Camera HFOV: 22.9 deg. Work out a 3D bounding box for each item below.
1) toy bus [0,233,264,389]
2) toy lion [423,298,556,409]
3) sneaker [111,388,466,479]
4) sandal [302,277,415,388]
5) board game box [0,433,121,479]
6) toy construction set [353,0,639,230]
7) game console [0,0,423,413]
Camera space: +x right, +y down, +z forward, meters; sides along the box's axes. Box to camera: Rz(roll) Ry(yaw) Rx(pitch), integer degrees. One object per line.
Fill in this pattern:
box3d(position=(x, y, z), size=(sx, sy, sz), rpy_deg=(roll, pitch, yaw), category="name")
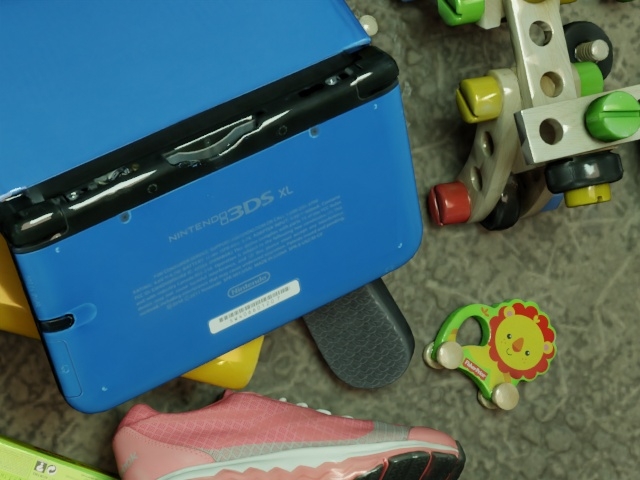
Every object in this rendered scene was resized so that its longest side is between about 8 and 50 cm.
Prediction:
box3d(position=(-0.210, 0.019, 1.159), size=(0.333, 0.130, 0.108), rpy_deg=(17, 86, -18), category="toy bus")
box3d(position=(0.150, 0.088, 1.337), size=(0.100, 0.034, 0.096), rpy_deg=(36, 73, -16), category="toy lion")
box3d(position=(-0.020, 0.163, 1.237), size=(0.314, 0.136, 0.116), rpy_deg=(1, 132, -37), category="sneaker")
box3d(position=(-0.001, 0.001, 1.266), size=(0.097, 0.054, 0.254), rpy_deg=(-14, 110, 21), category="sandal")
box3d(position=(-0.208, 0.211, 1.210), size=(0.181, 0.043, 0.092), rpy_deg=(22, 85, -18), category="board game box")
box3d(position=(0.128, -0.143, 1.213), size=(0.309, 0.237, 0.257), rpy_deg=(15, 87, -18), category="toy construction set")
box3d(position=(-0.102, -0.064, 1.115), size=(0.293, 0.173, 0.250), rpy_deg=(-25, 128, -18), category="game console")
